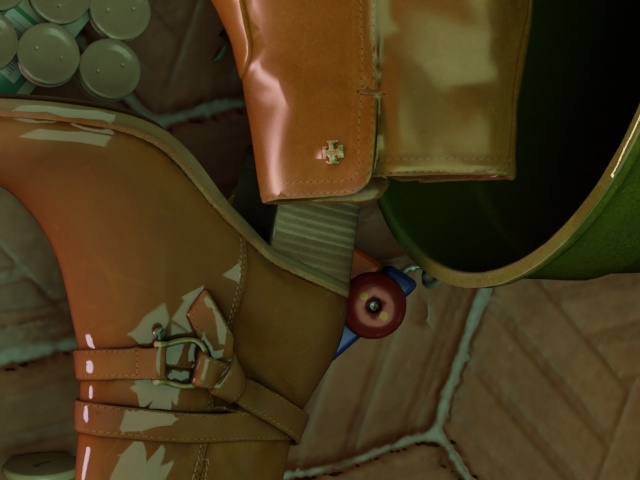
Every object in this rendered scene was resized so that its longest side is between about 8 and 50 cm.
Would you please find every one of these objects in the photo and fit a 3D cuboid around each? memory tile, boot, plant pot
[{"bbox_3d":[-0.169,-0.145,1.088,0.148,0.012,0.113,12,76,-18],"label":"memory tile"},{"bbox_3d":[-0.120,0.037,1.093,0.283,0.109,0.220,14,91,-27],"label":"boot"},{"bbox_3d":[-0.031,-0.126,1.041,0.295,0.104,0.211,4,86,14],"label":"boot"},{"bbox_3d":[0.258,-0.135,1.139,0.353,0.366,0.367,7,98,-25],"label":"plant pot"}]

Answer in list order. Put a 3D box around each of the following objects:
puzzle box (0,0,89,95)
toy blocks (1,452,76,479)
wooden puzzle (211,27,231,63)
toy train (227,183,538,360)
[{"bbox_3d":[-0.234,-0.228,1.108,0.272,0.052,0.409,40,81,-17],"label":"puzzle box"},{"bbox_3d":[-0.211,0.218,1.224,0.123,0.054,0.148,-4,101,-13],"label":"toy blocks"},{"bbox_3d":[-0.043,-0.146,1.198,0.006,0.049,0.083,35,91,-18],"label":"wooden puzzle"},{"bbox_3d":[0.000,0.000,1.216,0.248,0.105,0.143,-41,92,-3],"label":"toy train"}]
